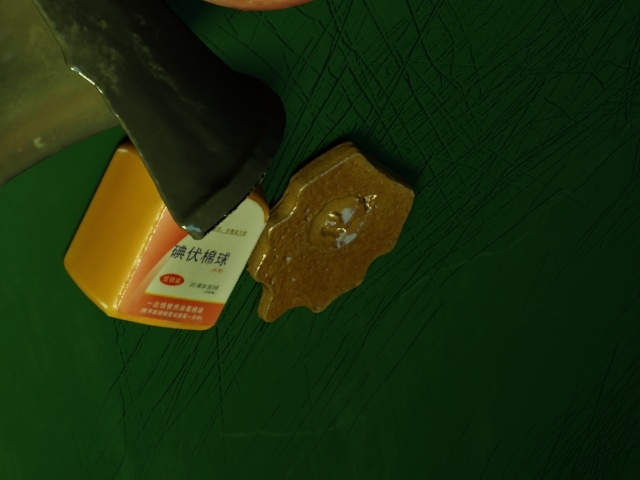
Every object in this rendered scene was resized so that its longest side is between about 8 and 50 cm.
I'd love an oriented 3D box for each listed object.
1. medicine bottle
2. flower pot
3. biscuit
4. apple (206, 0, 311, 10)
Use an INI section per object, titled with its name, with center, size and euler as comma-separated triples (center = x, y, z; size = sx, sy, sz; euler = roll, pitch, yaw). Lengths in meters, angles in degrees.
[medicine bottle]
center = -0.136, -0.032, 1.923
size = 0.149, 0.112, 0.222
euler = 11, 113, -45
[flower pot]
center = -0.248, -0.126, 1.641
size = 0.379, 0.379, 0.251
euler = -35, 116, -15
[biscuit]
center = -0.001, -0.001, 2.121
size = 0.215, 0.034, 0.182
euler = -51, 138, 6
[apple]
center = -0.061, -0.362, 1.595
size = 0.269, 0.345, 0.344
euler = 2, 119, -29
